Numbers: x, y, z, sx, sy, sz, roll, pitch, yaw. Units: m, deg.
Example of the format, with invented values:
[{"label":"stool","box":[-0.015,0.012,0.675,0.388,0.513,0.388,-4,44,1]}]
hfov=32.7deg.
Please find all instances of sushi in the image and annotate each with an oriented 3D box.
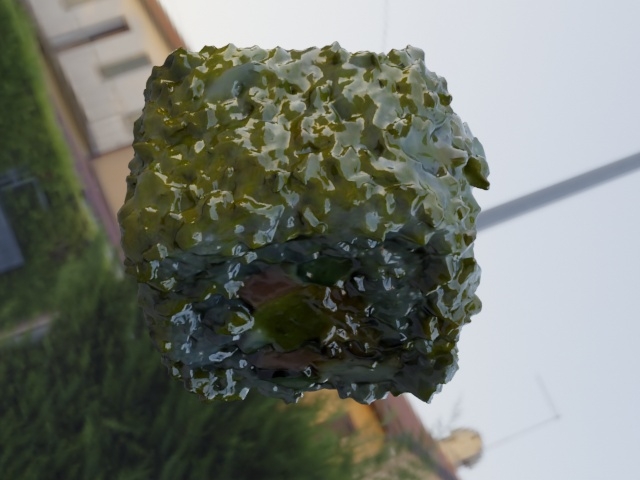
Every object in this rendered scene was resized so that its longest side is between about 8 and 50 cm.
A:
[{"label":"sushi","box":[0.000,0.000,1.092,0.397,0.351,0.240,82,3,-55]}]
